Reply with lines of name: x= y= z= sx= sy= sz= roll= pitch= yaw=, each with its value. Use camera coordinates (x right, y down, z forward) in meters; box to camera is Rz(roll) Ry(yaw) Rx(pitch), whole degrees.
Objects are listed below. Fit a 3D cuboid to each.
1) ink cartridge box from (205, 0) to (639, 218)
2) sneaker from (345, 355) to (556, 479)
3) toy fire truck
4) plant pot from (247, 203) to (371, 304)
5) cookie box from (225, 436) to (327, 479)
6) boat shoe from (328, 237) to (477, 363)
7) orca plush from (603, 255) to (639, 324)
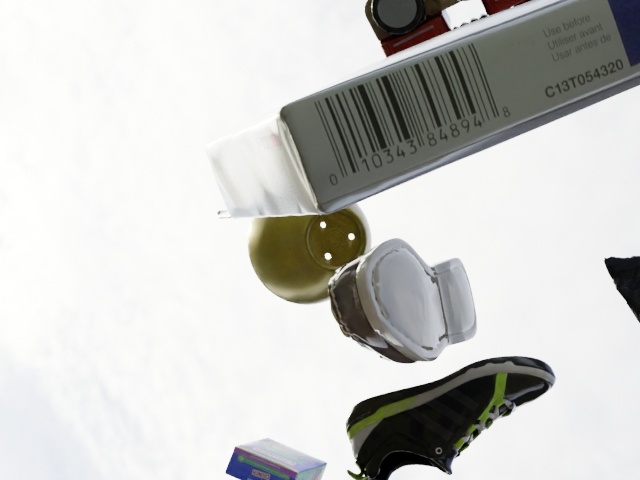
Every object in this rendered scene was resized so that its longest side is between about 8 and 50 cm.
ink cartridge box: x=0.093 y=-0.102 z=0.849 sx=0.071 sy=0.324 sz=0.330 roll=68 pitch=-13 yaw=-7
sneaker: x=0.138 y=0.196 z=1.366 sx=0.234 sy=0.084 sz=0.097 roll=-20 pitch=-122 yaw=12
toy fire truck: x=0.193 y=-0.228 z=1.494 sx=0.217 sy=0.158 sz=0.246 roll=-25 pitch=-71 yaw=14
plant pot: x=0.000 y=0.000 z=1.377 sx=0.095 sy=0.134 sz=0.134 roll=170 pitch=-98 yaw=-72
cookie box: x=-0.054 y=0.285 z=1.655 sx=0.092 sy=0.107 sz=0.040 roll=20 pitch=-85 yaw=20
boat shoe: x=0.067 y=0.064 z=1.272 sx=0.096 sy=0.324 sz=0.116 roll=-12 pitch=-95 yaw=20
orca plush: x=0.337 y=-0.012 z=0.853 sx=0.102 sy=0.287 sz=0.151 roll=49 pitch=-2 yaw=-36
